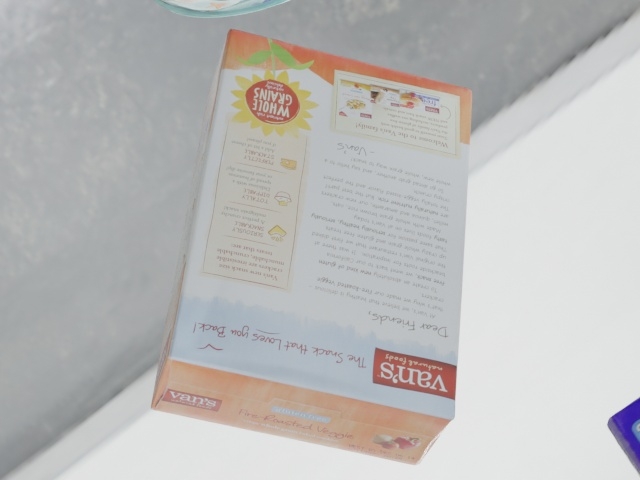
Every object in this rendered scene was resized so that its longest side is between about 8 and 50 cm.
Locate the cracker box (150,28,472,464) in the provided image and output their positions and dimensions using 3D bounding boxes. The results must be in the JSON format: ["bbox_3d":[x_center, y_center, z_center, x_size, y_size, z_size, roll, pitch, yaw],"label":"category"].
[{"bbox_3d":[0.000,0.000,0.835,0.067,0.155,0.232,116,-15,-53],"label":"cracker box"}]

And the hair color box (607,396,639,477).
[{"bbox_3d":[0.334,0.073,0.705,0.339,0.110,0.185,-36,123,9],"label":"hair color box"}]

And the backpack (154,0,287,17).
[{"bbox_3d":[-0.080,-0.295,1.093,0.225,0.253,0.191,-6,169,24],"label":"backpack"}]
